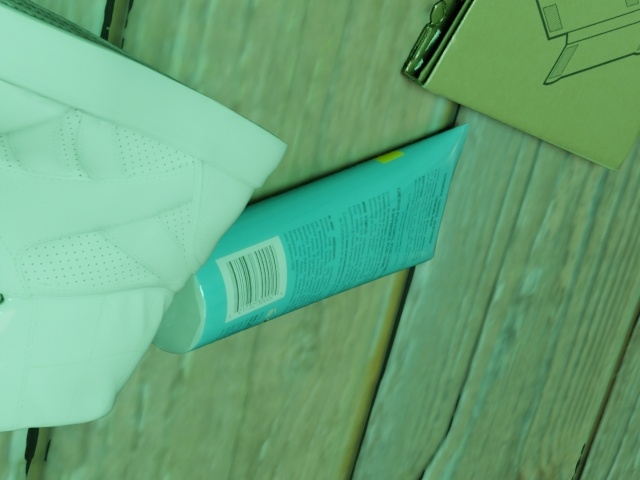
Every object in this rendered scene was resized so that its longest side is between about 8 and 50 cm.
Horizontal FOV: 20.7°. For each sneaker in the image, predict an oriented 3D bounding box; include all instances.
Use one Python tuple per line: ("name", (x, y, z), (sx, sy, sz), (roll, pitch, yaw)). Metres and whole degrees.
("sneaker", (-0.137, -0.010, 0.635), (0.292, 0.108, 0.169), (26, 96, -54))

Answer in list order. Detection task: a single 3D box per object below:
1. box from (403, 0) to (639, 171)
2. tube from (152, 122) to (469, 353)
("box", (0.142, -0.130, 0.913), (0.201, 0.021, 0.164), (16, 107, -51))
("tube", (0.000, 0.000, 0.846), (0.207, 0.052, 0.080), (-20, 137, -44))
